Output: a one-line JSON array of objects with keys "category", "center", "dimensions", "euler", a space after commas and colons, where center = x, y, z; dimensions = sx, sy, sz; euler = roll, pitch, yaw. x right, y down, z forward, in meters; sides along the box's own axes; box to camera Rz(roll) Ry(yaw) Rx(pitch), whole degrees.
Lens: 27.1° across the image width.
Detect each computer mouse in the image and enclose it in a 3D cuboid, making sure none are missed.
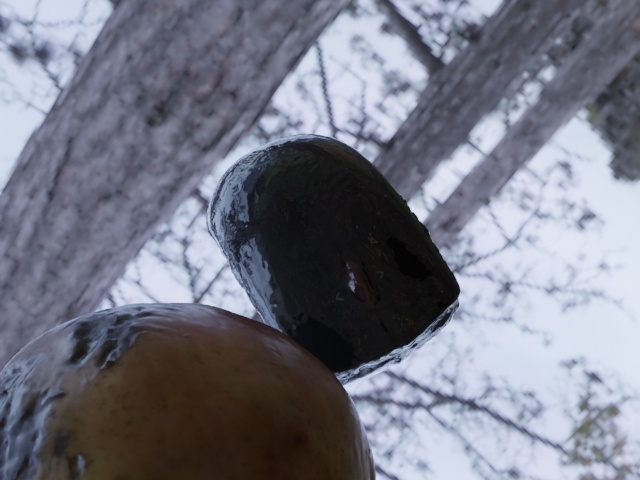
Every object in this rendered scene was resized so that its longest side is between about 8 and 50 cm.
[{"category": "computer mouse", "center": [0.000, 0.000, 1.212], "dimensions": [0.269, 0.170, 0.100], "euler": [55, 174, 28]}]

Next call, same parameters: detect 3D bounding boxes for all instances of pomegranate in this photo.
[{"category": "pomegranate", "center": [-0.115, 0.196, 0.925], "dimensions": [0.322, 0.322, 0.322], "euler": [27, -148, -18]}]
